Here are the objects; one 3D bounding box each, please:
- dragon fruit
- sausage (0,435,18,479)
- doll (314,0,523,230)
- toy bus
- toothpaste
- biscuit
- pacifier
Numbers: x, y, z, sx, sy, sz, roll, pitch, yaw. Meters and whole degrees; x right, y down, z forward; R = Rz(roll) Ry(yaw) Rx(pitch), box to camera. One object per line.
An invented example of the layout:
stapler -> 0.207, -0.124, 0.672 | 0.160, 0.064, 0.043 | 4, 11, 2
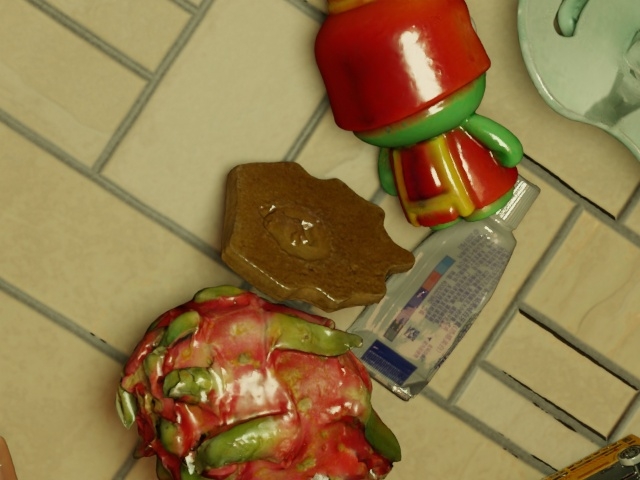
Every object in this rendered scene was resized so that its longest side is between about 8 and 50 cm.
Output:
dragon fruit -> -0.063, 0.177, 1.635 | 0.302, 0.231, 0.237 | 30, 86, -28
sausage -> -0.343, 0.249, 1.687 | 0.034, 0.034, 0.083 | -16, 101, -8
doll -> 0.084, -0.183, 1.641 | 0.160, 0.182, 0.363 | -29, 103, -41
toy bus -> 0.308, 0.285, 1.793 | 0.162, 0.074, 0.070 | -26, 108, -9
toothpaste -> 0.143, 0.044, 1.745 | 0.099, 0.068, 0.282 | 40, 99, 17
biscuit -> -0.001, 0.002, 1.668 | 0.215, 0.182, 0.034 | 17, 137, -16
pacifier -> 0.386, -0.213, 1.657 | 0.343, 0.269, 0.288 | 34, 65, -16
